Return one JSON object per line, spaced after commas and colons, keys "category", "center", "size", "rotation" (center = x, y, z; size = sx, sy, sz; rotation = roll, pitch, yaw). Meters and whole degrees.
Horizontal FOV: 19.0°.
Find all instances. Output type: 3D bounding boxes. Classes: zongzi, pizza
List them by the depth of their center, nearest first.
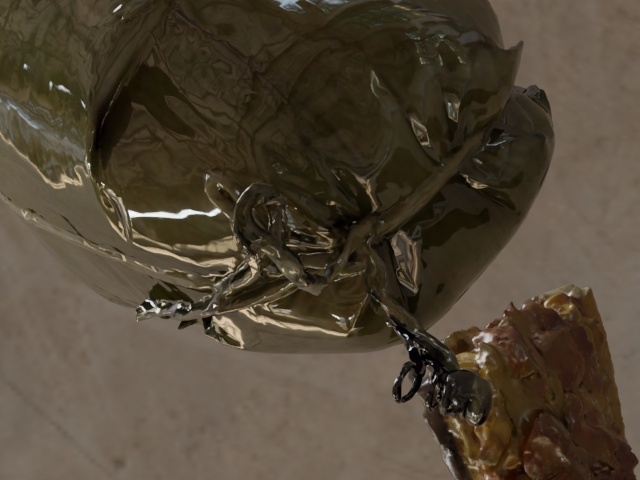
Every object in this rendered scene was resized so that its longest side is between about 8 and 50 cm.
{"category": "zongzi", "center": [0.000, 0.000, 0.808], "size": [0.181, 0.418, 0.447], "rotation": [-42, 47, -12]}
{"category": "pizza", "center": [0.200, 0.173, 1.690], "size": [0.114, 0.278, 0.409], "rotation": [-25, 31, 26]}
